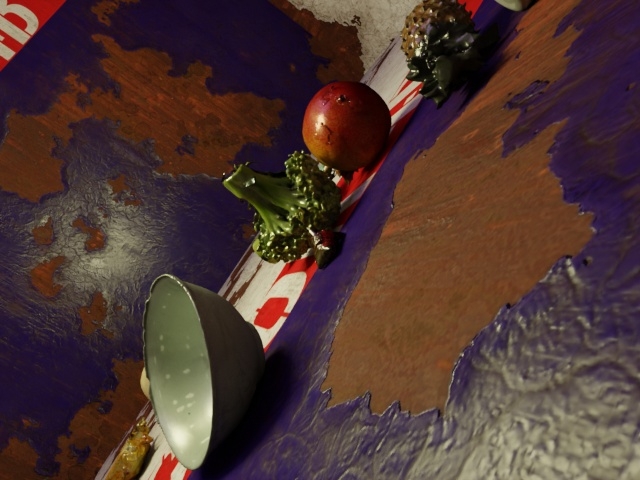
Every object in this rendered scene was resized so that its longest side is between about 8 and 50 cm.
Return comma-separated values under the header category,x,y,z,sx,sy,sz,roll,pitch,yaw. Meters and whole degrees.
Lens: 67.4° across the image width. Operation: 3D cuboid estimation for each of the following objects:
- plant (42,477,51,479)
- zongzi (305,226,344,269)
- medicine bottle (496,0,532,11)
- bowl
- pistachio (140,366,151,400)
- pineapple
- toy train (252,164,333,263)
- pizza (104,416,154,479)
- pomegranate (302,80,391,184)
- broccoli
category,x,y,z,sx,sy,sz,roll,pitch,yaw
plant,-0.585,0.674,1.056,0.312,0.215,0.213,-60,14,1
zongzi,0.000,0.000,0.927,0.067,0.074,0.083,108,-173,-49
medicine bottle,0.339,-0.465,0.759,0.168,0.105,0.105,-52,11,18
bowl,-0.183,0.202,0.815,0.146,0.313,0.313,-7,-25,-37
pistachio,-0.363,0.330,1.227,0.187,0.188,0.299,-60,13,-27
pineapple,0.224,-0.341,0.849,0.170,0.141,0.310,-23,31,22
toy train,-0.058,-0.063,1.283,0.307,0.126,0.189,-51,19,16
pizza,-0.546,0.636,1.371,0.228,0.081,0.289,-55,9,39
pomegranate,0.062,-0.254,1.125,0.210,0.210,0.235,-68,-22,-52
broccoli,-0.066,-0.065,1.049,0.242,0.273,0.180,-54,43,13
